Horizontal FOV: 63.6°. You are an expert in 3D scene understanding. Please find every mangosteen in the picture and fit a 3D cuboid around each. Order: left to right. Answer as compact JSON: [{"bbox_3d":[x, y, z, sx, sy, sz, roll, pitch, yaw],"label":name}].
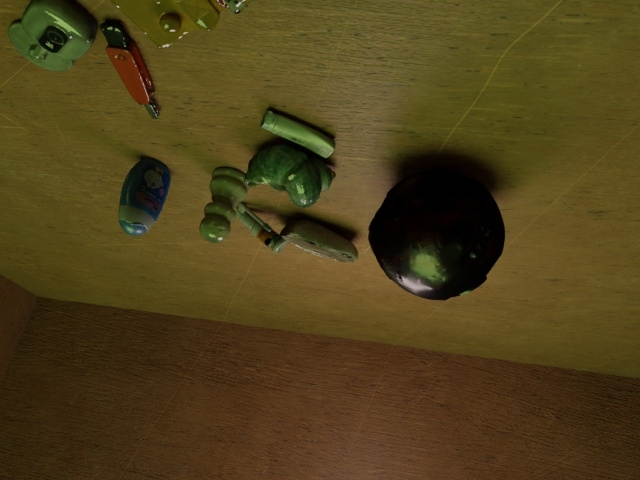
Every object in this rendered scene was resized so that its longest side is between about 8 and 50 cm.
[{"bbox_3d":[0.336,-0.007,1.506,0.380,0.381,0.421,9,165,3],"label":"mangosteen"}]

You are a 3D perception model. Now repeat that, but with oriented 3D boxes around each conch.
[{"bbox_3d":[-0.083,-0.188,1.527,0.277,0.196,0.220,-7,170,-16],"label":"conch"}]

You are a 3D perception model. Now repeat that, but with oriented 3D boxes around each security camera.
[{"bbox_3d":[-0.660,-0.482,1.249,0.301,0.080,0.157,-12,147,44],"label":"security camera"}]

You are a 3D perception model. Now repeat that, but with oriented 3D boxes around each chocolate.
[{"bbox_3d":[0.000,0.000,1.942,0.303,0.101,0.185,23,164,-15],"label":"chocolate"}]

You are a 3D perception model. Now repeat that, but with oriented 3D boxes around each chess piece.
[{"bbox_3d":[-0.321,-0.106,1.685,0.133,0.243,0.133,10,153,5],"label":"chess piece"}]

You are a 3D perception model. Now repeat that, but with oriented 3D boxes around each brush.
[{"bbox_3d":[-0.476,-0.420,1.324,0.070,0.051,0.323,5,154,7],"label":"brush"}]

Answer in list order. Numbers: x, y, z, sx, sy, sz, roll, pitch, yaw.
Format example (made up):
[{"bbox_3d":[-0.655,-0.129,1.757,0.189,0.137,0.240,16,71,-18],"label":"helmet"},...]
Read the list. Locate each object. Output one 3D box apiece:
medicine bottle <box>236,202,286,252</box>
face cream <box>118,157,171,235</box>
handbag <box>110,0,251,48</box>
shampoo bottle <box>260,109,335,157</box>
[{"bbox_3d":[-0.221,-0.049,1.882,0.220,0.061,0.092,38,145,14],"label":"medicine bottle"},{"bbox_3d":[-0.585,-0.139,1.697,0.083,0.264,0.149,-14,145,42],"label":"face cream"},{"bbox_3d":[-0.174,-0.495,0.830,0.400,0.133,0.283,-23,156,11],"label":"handbag"},{"bbox_3d":[-0.061,-0.293,1.423,0.212,0.049,0.072,20,157,-17],"label":"shampoo bottle"}]
